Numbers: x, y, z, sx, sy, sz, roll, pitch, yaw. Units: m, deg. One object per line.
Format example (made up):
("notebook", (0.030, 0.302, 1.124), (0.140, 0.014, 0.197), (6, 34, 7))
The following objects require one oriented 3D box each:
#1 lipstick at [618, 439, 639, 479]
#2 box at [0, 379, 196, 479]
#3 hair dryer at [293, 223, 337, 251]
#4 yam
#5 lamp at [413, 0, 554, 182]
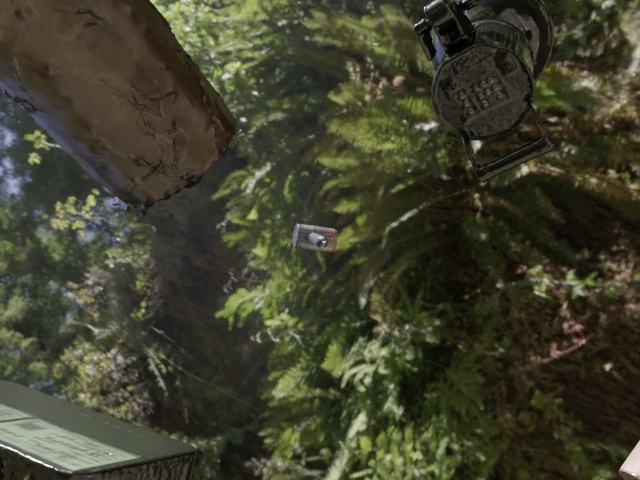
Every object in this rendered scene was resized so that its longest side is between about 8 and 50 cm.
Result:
("lipstick", (0.510, 0.191, 0.867), (0.327, 0.087, 0.087), (-49, -38, -10))
("box", (-0.336, 0.228, 0.787), (0.211, 0.350, 0.058), (18, -97, -63))
("hair dryer", (0.000, 0.000, 1.005), (0.063, 0.114, 0.037), (7, -86, -12))
("yam", (-0.170, -0.139, 0.456), (0.131, 0.131, 0.279), (-54, -45, -17))
("lamp", (0.170, -0.188, 0.723), (0.172, 0.147, 0.227), (56, -151, -17))
